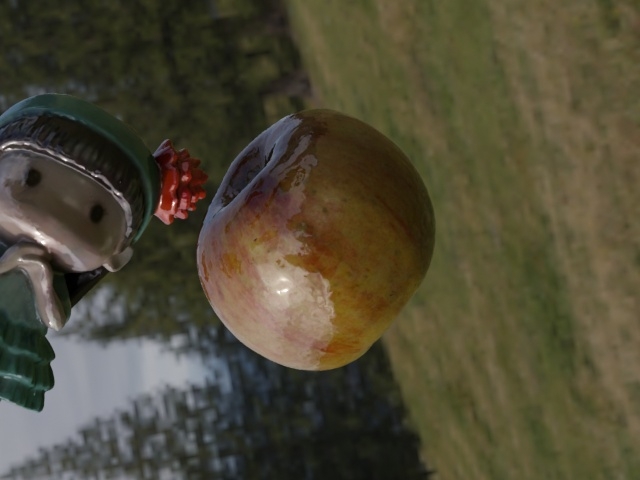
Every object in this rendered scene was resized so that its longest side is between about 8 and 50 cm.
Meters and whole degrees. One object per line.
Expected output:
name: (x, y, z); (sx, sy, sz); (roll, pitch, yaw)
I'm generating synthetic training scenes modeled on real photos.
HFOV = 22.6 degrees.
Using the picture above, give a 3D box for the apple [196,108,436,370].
apple: (0.000, 0.000, 0.527); (0.071, 0.084, 0.084); (34, -167, -17)

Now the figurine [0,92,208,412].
figurine: (-0.182, 0.025, 1.002); (0.110, 0.138, 0.245); (6, 66, 61)
